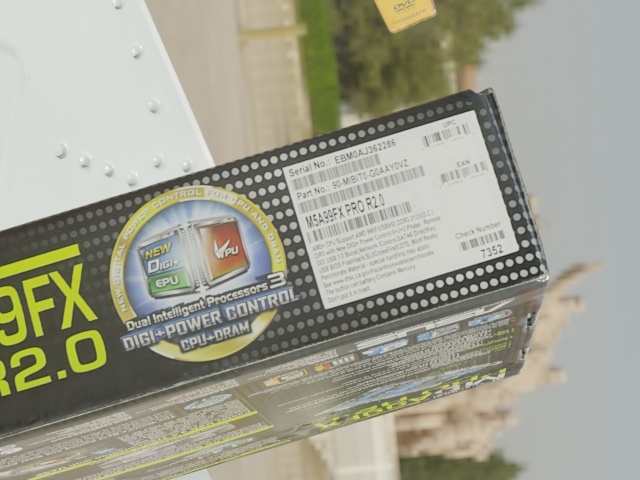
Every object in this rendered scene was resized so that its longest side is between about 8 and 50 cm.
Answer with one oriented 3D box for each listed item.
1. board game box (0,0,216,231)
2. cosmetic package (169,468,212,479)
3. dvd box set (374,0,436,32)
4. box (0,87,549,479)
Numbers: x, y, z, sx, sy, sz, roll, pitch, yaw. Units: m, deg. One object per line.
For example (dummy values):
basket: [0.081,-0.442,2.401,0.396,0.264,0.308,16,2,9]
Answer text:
board game box: [-0.259,-0.087,1.146,0.390,0.050,0.390,-41,117,-42]
cosmetic package: [-0.230,0.299,1.321,0.365,0.197,0.155,-7,68,-59]
dvd box set: [0.002,-0.453,1.767,0.420,0.062,0.307,58,14,-54]
box: [-0.065,0.042,0.568,0.216,0.270,0.060,66,8,-78]
